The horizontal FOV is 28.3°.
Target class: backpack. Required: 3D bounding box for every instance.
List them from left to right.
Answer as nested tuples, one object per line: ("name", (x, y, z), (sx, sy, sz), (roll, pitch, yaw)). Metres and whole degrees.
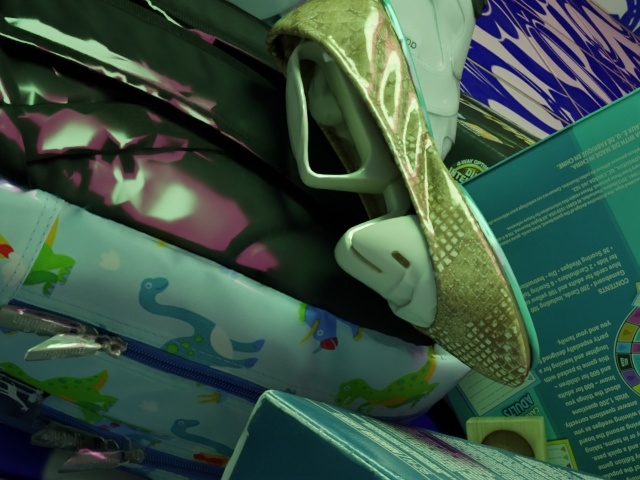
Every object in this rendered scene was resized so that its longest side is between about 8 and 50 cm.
("backpack", (-0.076, -0.011, 0.675), (0.355, 0.273, 0.290), (14, 32, -16))

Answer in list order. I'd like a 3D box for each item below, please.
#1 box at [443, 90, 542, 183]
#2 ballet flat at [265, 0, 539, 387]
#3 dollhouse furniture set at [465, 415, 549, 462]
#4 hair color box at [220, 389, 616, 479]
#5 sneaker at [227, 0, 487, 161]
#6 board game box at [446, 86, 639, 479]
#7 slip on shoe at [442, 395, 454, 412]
("box", (0.171, -0.050, 1.176), (0.395, 0.097, 0.318), (38, 15, 37))
("ballet flat", (0.028, -0.021, 0.576), (0.067, 0.073, 0.206), (-17, 70, -19))
("dollhouse furniture set", (0.054, 0.110, 0.784), (0.123, 0.144, 0.151), (-20, 103, -65))
("hair color box", (0.087, 0.200, 0.624), (0.347, 0.174, 0.105), (22, 4, -43))
("sneaker", (-0.016, -0.137, 0.817), (0.365, 0.137, 0.210), (10, 84, -48))
("board game box", (0.207, 0.091, 0.806), (0.079, 0.253, 0.336), (-21, 85, -47))
("slip on shoe", (0.164, 0.130, 0.978), (0.331, 0.123, 0.101), (48, 19, 21))
